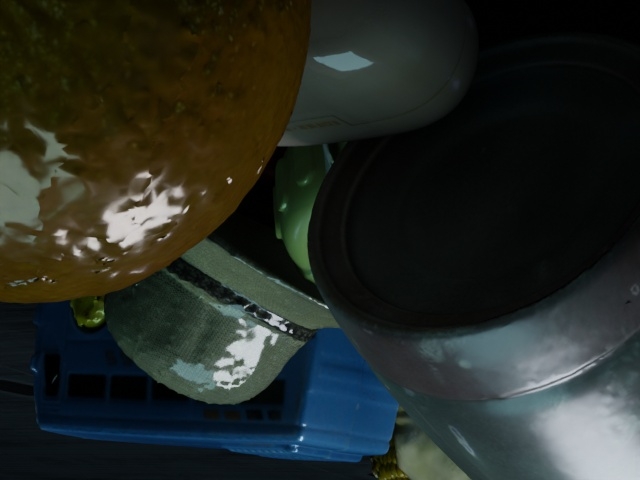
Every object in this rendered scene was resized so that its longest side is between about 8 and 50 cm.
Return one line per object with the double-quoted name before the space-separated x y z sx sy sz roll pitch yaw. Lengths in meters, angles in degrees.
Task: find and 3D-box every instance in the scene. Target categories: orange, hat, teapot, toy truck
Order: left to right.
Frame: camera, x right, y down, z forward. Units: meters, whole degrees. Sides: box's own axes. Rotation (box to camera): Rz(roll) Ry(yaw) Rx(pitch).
"orange" -0.134 -0.104 0.835 0.274 0.274 0.274 8 164 2
"toy truck" -0.107 0.115 1.761 0.385 0.162 0.161 -2 168 41
"hat" -0.082 0.045 1.383 0.257 0.130 0.257 33 -174 -4
"teapot" 0.191 0.034 1.145 0.233 0.315 0.312 43 170 51

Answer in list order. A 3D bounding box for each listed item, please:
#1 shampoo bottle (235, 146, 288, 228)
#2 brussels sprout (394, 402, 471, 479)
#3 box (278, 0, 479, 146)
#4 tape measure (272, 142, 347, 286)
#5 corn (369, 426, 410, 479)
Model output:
"shampoo bottle" -0.031 -0.045 1.358 0.102 0.064 0.260 -4 160 40
"brussels sprout" 0.221 0.191 1.727 0.316 0.243 0.274 -2 157 30
"box" -0.008 -0.109 1.074 0.200 0.088 0.146 -4 161 41
"tape measure" 0.058 -0.024 1.260 0.200 0.106 0.175 17 139 -32
"corn" 0.171 0.253 2.234 0.106 0.106 0.305 18 161 -29
